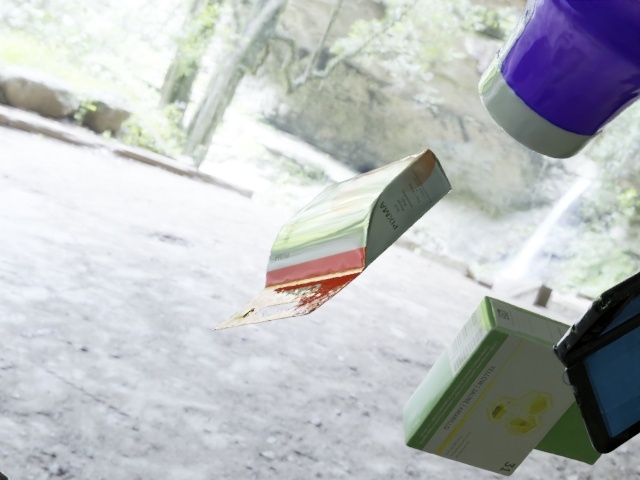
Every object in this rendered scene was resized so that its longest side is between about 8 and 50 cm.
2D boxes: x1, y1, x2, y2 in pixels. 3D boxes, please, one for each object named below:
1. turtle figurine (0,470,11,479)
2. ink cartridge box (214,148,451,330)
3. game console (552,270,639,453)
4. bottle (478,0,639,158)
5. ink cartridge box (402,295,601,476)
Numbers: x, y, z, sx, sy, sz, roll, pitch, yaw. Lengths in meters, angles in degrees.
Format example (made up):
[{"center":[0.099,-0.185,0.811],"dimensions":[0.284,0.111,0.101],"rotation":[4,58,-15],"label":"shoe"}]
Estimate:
[{"center":[-0.345,0.125,0.680],"dimensions":[0.175,0.234,0.118],"rotation":[-14,21,-3],"label":"turtle figurine"},{"center":[0.000,0.000,0.671],"dimensions":[0.179,0.045,0.145],"rotation":[-37,13,-35],"label":"ink cartridge box"},{"center":[0.217,0.062,0.526],"dimensions":[0.122,0.107,0.071],"rotation":[-24,64,-24],"label":"game console"},{"center":[0.171,-0.151,0.346],"dimensions":[0.118,0.283,0.092],"rotation":[43,43,9],"label":"bottle"},{"center":[0.221,0.160,0.816],"dimensions":[0.235,0.171,0.056],"rotation":[20,33,-14],"label":"ink cartridge box"}]
